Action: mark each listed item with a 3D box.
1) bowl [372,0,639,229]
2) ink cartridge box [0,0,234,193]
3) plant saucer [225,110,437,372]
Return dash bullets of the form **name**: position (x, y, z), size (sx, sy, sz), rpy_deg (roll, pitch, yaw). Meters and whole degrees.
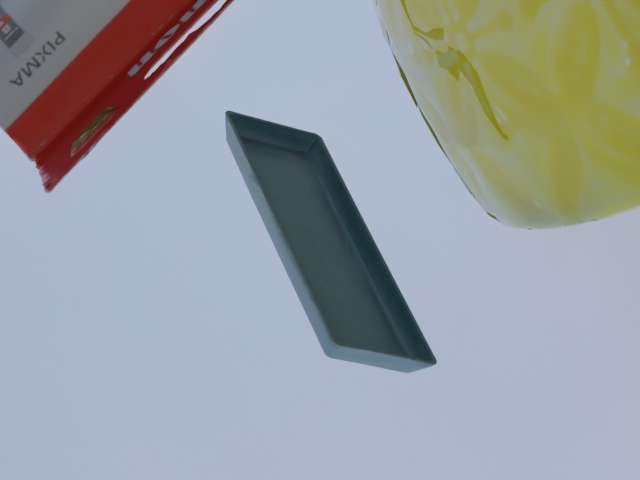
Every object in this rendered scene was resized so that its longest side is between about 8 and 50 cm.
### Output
- **bowl**: position (0.103, -0.153, 0.432), size (0.156, 0.289, 0.289), rpy_deg (49, -140, -11)
- **ink cartridge box**: position (-0.061, -0.093, 0.585), size (0.045, 0.145, 0.179), rpy_deg (44, 180, -16)
- **plant saucer**: position (0.000, 0.000, 0.969), size (0.067, 0.018, 0.192), rpy_deg (13, -147, -33)
